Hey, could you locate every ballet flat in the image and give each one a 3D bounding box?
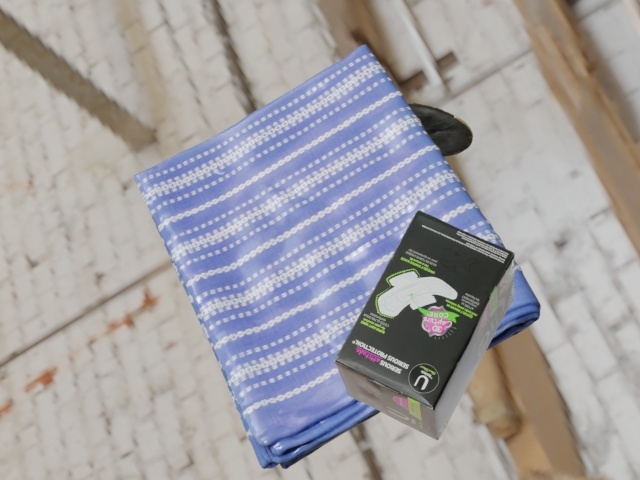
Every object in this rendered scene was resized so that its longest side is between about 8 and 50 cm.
[{"bbox_3d":[0.069,-0.117,1.432,0.049,0.173,0.057,-75,-9,-73],"label":"ballet flat"}]

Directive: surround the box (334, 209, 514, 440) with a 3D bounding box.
[{"bbox_3d":[0.051,0.041,0.660,0.052,0.083,0.062,26,163,17],"label":"box"}]

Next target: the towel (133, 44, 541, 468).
[{"bbox_3d":[0.000,0.000,1.130,0.336,0.243,0.040,61,-178,39],"label":"towel"}]
